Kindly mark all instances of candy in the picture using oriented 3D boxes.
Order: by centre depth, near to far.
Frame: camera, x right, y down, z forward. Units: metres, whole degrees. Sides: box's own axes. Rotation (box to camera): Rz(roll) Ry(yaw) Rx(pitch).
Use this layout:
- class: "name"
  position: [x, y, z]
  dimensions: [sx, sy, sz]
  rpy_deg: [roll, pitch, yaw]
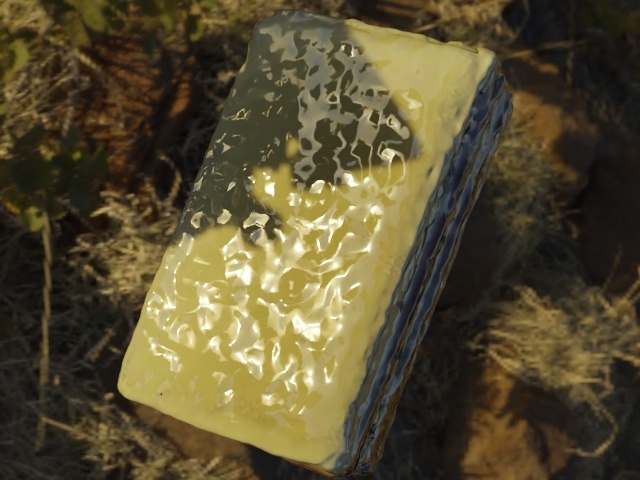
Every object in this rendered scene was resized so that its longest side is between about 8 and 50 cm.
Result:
- class: "candy"
  position: [0.000, 0.000, 0.809]
  dimensions: [0.320, 0.179, 0.135]
  rpy_deg: [-68, 158, -6]
